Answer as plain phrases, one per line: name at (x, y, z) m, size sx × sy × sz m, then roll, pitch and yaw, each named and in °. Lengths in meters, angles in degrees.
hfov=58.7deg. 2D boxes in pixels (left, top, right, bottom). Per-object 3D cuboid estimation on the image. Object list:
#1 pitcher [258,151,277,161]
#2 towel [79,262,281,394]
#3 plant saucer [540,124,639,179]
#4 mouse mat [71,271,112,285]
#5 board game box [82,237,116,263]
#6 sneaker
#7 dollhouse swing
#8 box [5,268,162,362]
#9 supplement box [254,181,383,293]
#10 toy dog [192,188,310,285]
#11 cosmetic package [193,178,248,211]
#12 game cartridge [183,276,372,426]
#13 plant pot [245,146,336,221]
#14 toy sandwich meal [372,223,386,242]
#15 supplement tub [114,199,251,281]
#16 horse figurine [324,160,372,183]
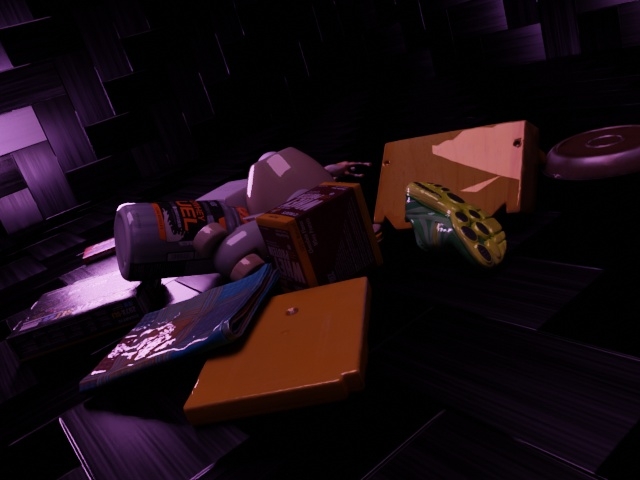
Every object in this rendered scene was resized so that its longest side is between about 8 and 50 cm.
pitcher at (-0.164, -0.295, 2.292) m, size 0.178 × 0.125 × 0.207 m, roll -3°, pitch 8°, yaw -2°
towel at (-0.275, 0.170, 1.130) m, size 0.370 × 0.040 × 0.271 m, roll -22°, pitch 16°, yaw 22°
plant saucer at (0.711, -0.229, 1.417) m, size 0.311 × 0.050 × 0.310 m, roll -15°, pitch 20°, yaw 6°
mouse mat at (-0.702, 0.138, 1.740) m, size 0.190 × 0.007 × 0.152 m, roll -12°, pitch 20°, yaw 13°
board game box at (-0.727, 0.005, 2.093) m, size 0.281 × 0.027 × 0.145 m, roll -22°, pitch 18°, yaw -12°
sneaker at (0.269, -0.018, 1.162) m, size 0.110 × 0.123 × 0.295 m, roll -5°, pitch 32°, yaw -23°
dollhouse swing at (0.369, -0.121, 1.408) m, size 0.347 × 0.305 × 0.315 m, roll -4°, pitch 66°, yaw 35°
box at (-0.584, 0.168, 1.446) m, size 0.322 × 0.079 × 0.257 m, roll -19°, pitch 21°, yaw -2°
supplement box at (0.000, 0.000, 1.208) m, size 0.194 × 0.191 × 0.129 m, roll -30°, pitch 23°, yaw -28°
toy dog at (-0.139, 0.011, 1.357) m, size 0.334 × 0.161 × 0.220 m, roll -15°, pitch 61°, yaw -27°
cosmetic package at (-0.262, -0.087, 1.739) m, size 0.151 × 0.151 × 0.184 m, roll -3°, pitch 24°, yaw 38°
game cartridge at (-0.055, 0.182, 0.990) m, size 0.286 × 0.052 × 0.323 m, roll -13°, pitch 22°, yaw 13°
plant pot at (-0.100, -0.153, 1.621) m, size 0.284 × 0.190 × 0.284 m, roll -25°, pitch 8°, yaw 4°
toy sandwich meal at (0.118, -0.011, 1.375) m, size 0.086 × 0.029 × 0.085 m, roll -16°, pitch 19°, yaw 6°
supplement tub at (-0.343, -0.004, 1.438) m, size 0.316 × 0.193 × 0.194 m, roll -5°, pitch 11°, yaw -30°
horse figurine at (0.052, -0.227, 1.973) m, size 0.263 × 0.066 × 0.175 m, roll -29°, pitch 28°, yaw -34°
